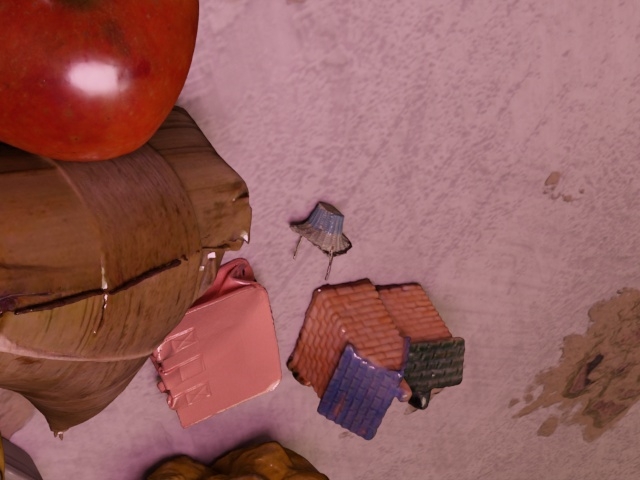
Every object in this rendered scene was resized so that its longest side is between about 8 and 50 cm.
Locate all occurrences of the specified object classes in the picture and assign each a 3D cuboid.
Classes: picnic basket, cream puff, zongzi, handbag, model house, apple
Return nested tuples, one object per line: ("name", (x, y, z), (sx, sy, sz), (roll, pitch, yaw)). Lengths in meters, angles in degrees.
("picnic basket", (0.000, 0.000, 1.533), (0.083, 0.065, 0.083), (9, 110, -48))
("cream puff", (-0.147, 0.400, 1.763), (0.274, 0.270, 0.323), (24, 121, -10))
("zongzi", (-0.334, 0.112, 1.208), (0.500, 0.218, 0.467), (-16, 141, -49))
("handbag", (-0.133, 0.128, 1.579), (0.157, 0.059, 0.213), (-25, 141, -14))
("model house", (0.083, 0.162, 1.684), (0.182, 0.172, 0.166), (-9, 136, -30))
("apple", (-0.211, -0.173, 1.064), (0.229, 0.230, 0.230), (-20, 141, -17))

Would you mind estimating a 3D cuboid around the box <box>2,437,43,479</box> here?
("box", (-0.402, 0.288, 1.529), (0.124, 0.093, 0.172), (-35, 144, 1))

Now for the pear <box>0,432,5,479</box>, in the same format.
("pear", (-0.452, 0.261, 1.312), (0.283, 0.284, 0.284), (-20, 141, -17))
